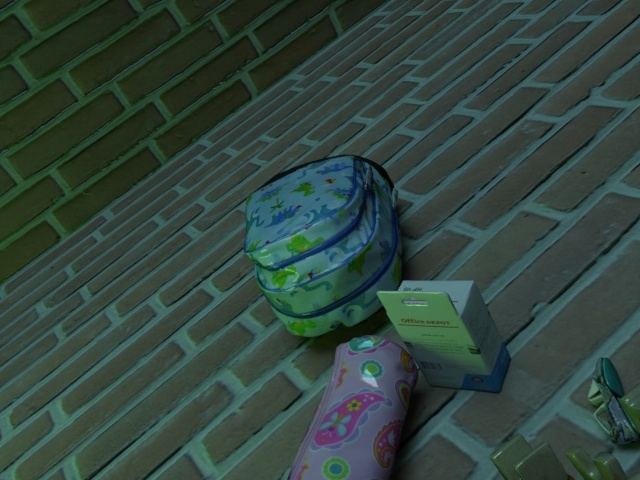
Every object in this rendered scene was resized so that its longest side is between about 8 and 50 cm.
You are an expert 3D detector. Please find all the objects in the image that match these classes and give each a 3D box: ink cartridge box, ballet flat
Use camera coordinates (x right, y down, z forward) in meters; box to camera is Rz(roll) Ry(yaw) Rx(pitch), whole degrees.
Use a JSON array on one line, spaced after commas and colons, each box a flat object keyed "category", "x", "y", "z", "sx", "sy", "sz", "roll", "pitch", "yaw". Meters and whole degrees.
[{"category": "ink cartridge box", "x": 0.156, "y": 0.107, "z": 0.832, "sx": 0.104, "sy": 0.180, "sz": 0.060, "roll": -3, "pitch": 40, "yaw": 40}, {"category": "ballet flat", "x": 0.315, "y": 0.176, "z": 0.729, "sx": 0.041, "sy": 0.041, "sz": 0.114, "roll": -21, "pitch": 30, "yaw": 17}]

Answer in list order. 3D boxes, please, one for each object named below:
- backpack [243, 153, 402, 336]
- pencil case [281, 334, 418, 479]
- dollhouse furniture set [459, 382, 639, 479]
[{"category": "backpack", "x": 0.000, "y": 0.000, "z": 1.108, "sx": 0.290, "sy": 0.273, "sz": 0.356, "roll": -18, "pitch": 44, "yaw": 10}, {"category": "pencil case", "x": 0.030, "y": 0.248, "z": 0.797, "sx": 0.124, "sy": 0.124, "sz": 0.284, "roll": -9, "pitch": 36, "yaw": 34}, {"category": "dollhouse furniture set", "x": 0.256, "y": 0.237, "z": 0.554, "sx": 0.259, "sy": 0.135, "sz": 0.262, "roll": -34, "pitch": -2, "yaw": -13}]
